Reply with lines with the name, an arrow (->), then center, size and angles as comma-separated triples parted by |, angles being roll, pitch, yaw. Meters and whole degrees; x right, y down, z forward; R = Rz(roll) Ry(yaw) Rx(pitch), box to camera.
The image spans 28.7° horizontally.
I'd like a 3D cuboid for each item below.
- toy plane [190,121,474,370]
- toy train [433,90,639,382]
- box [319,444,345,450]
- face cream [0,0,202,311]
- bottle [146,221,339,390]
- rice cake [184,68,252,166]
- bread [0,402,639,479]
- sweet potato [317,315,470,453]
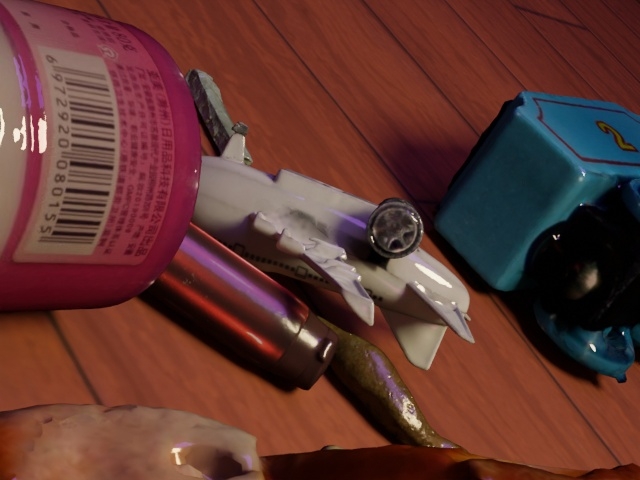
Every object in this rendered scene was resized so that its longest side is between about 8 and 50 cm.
toy plane -> 0.003, -0.004, 0.906 | 0.255, 0.101, 0.251 | 30, 5, 2
toy train -> 0.276, -0.016, 1.202 | 0.300, 0.188, 0.265 | -2, 43, -51
box -> 0.065, 0.248, 0.671 | 0.211, 0.045, 0.270 | 31, 27, -14
face cream -> -0.189, -0.047, 0.670 | 0.195, 0.175, 0.175 | 4, 42, -51
bottle -> -0.062, 0.039, 0.831 | 0.164, 0.060, 0.060 | 35, 27, -6
rice cake -> -0.087, -0.103, 1.057 | 0.022, 0.021, 0.121 | 26, 27, -45
bread -> 0.014, 0.193, 0.407 | 0.328, 0.295, 0.114 | 4, 32, 1
sweet potato -> 0.048, 0.109, 0.877 | 0.153, 0.038, 0.041 | 44, 41, 7
